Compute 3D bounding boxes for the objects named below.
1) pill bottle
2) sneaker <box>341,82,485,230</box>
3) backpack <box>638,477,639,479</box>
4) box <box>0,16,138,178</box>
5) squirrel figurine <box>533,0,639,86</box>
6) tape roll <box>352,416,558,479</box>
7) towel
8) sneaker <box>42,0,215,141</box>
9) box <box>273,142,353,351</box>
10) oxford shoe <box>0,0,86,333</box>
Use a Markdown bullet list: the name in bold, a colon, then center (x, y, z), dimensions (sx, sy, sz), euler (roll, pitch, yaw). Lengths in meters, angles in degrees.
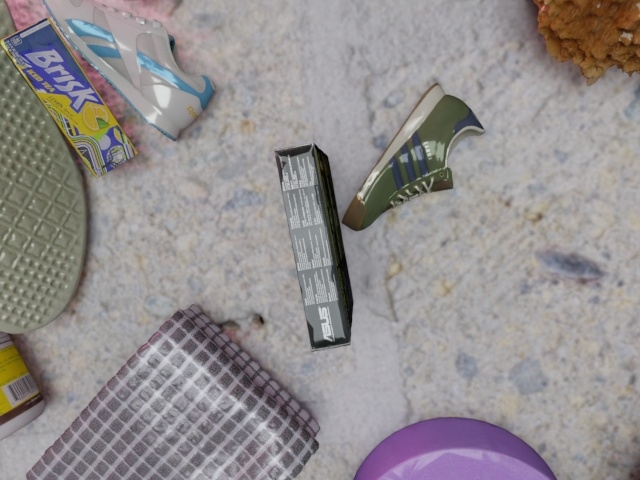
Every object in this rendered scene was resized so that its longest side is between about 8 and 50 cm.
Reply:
- **pill bottle**: center (-0.440, 0.146, 0.683), dimensions (0.117, 0.117, 0.215), euler (-28, 91, 7)
- **sneaker**: center (0.110, -0.077, 0.635), dimensions (0.086, 0.064, 0.192), euler (35, 94, 7)
- **backpack**: center (0.421, 0.355, 0.556), dimensions (0.273, 0.290, 0.356), euler (4, 102, 14)
- **box**: center (-0.281, -0.158, 0.634), dimensions (0.059, 0.054, 0.169), euler (-36, 116, -15)
- **squirrel figurine**: center (0.274, -0.357, 0.500), dimensions (0.369, 0.281, 0.398), euler (-8, 92, 13)
- **tape roll**: center (0.163, 0.357, 0.658), dimensions (0.274, 0.090, 0.275), euler (0, 94, 5)
- **towel**: center (-0.173, 0.254, 0.656), dimensions (0.235, 0.121, 0.284), euler (42, 93, -1)
- **sneaker**: center (-0.225, -0.225, 0.653), dimensions (0.228, 0.087, 0.092), euler (45, 89, -5)
- **box**: center (0.000, 0.000, 0.594), dimensions (0.045, 0.184, 0.191), euler (-10, 95, 7)
- **oxford shoe**: center (-0.397, -0.111, 0.660), dimensions (0.130, 0.169, 0.450), euler (0, 106, 46)
